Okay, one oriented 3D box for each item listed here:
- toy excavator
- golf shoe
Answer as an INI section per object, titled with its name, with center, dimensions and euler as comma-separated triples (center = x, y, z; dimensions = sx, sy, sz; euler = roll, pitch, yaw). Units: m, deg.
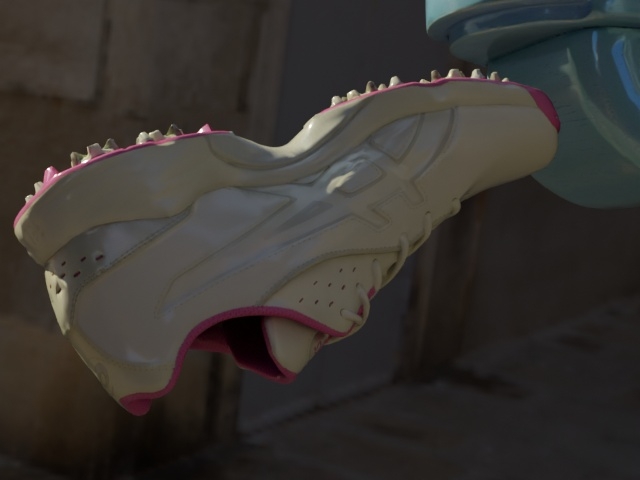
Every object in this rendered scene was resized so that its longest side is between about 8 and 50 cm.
[toy excavator]
center = 0.281, -0.068, 1.167
dimensions = 0.432, 0.445, 0.222
euler = 2, -3, -20
[golf shoe]
center = 0.000, 0.000, 0.867
dimensions = 0.306, 0.140, 0.115
euler = -15, -15, -21
